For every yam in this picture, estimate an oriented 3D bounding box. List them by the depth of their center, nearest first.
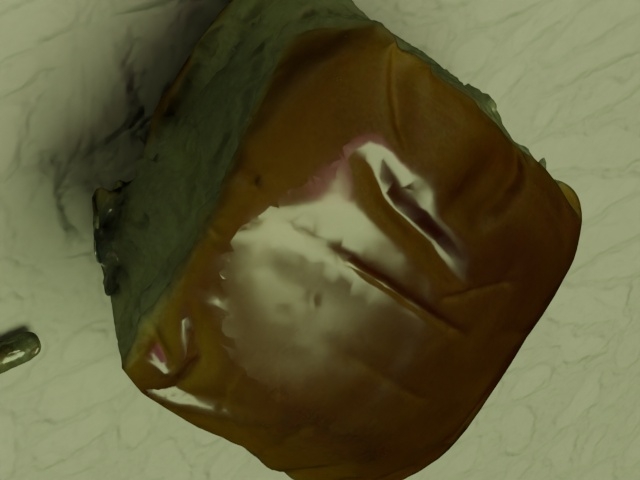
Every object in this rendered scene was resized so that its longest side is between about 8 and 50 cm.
[{"bbox_3d":[-0.220,0.082,1.142,0.116,0.021,0.021,-23,136,-22],"label":"yam"}]

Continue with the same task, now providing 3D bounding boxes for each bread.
[{"bbox_3d":[0.000,0.000,1.101,0.250,0.225,0.279,-51,136,6],"label":"bread"}]
